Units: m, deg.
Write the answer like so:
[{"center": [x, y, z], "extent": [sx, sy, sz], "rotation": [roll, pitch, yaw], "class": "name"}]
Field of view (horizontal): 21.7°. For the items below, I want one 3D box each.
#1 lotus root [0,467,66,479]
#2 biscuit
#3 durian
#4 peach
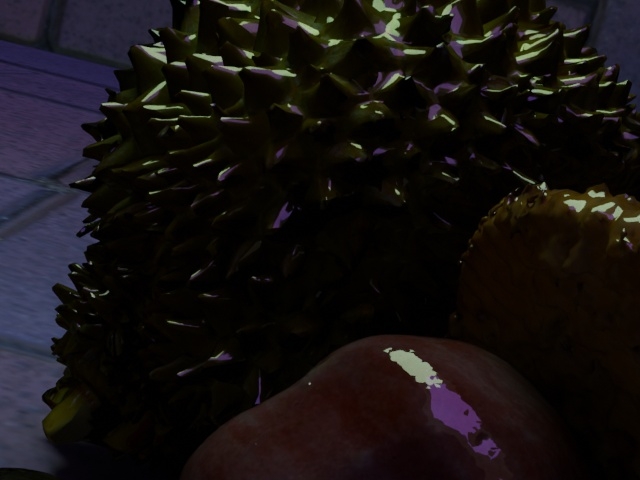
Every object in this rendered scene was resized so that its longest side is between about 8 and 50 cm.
[{"center": [-0.098, 0.113, 0.504], "extent": [0.089, 0.081, 0.179], "rotation": [12, 9, -7], "class": "lotus root"}, {"center": [0.126, 0.093, 0.562], "extent": [0.035, 0.254, 0.254], "rotation": [-32, 30, -19], "class": "biscuit"}, {"center": [0.008, -0.001, 0.752], "extent": [0.258, 0.293, 0.258], "rotation": [26, 23, -12], "class": "durian"}, {"center": [0.028, 0.116, 0.562], "extent": [0.152, 0.152, 0.152], "rotation": [13, 10, -2], "class": "peach"}]
